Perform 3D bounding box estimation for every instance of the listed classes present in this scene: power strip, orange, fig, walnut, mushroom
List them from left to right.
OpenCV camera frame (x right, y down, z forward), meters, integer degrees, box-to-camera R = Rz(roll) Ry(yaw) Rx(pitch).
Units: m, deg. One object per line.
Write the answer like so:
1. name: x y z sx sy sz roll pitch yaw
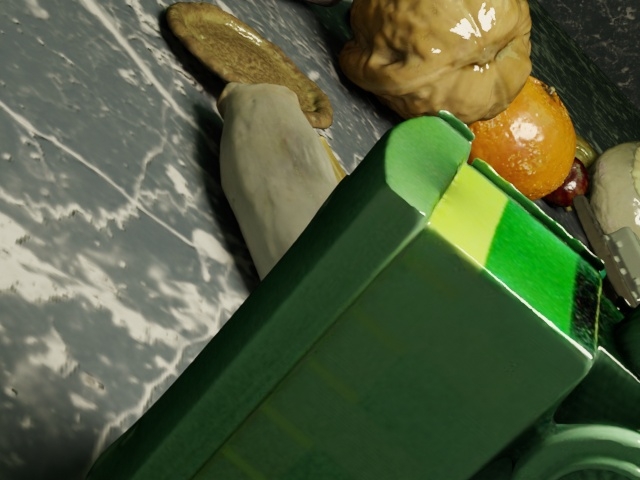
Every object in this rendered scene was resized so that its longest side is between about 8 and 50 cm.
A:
1. mushroom: -0.002 0.000 0.741 0.109 0.097 0.351 -14 57 -26
2. walnut: 0.139 -0.252 1.186 0.257 0.257 0.224 -83 154 -57
3. orange: 0.272 -0.148 1.331 0.193 0.161 0.193 37 33 -29
4. fig: 0.406 -0.090 1.588 0.089 0.089 0.125 63 2 24
5. power strip: 0.487 0.075 1.430 0.251 0.092 0.257 41 27 -37

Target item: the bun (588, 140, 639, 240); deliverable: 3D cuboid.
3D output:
1. bun: 0.556 -0.033 1.669 0.287 0.146 0.287 27 52 -41

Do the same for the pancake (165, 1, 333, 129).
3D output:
1. pancake: -0.067 -0.175 0.935 0.199 0.021 0.199 33 23 -16

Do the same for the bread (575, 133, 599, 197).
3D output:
1. bread: 0.483 -0.146 1.778 0.232 0.088 0.128 1 62 -65

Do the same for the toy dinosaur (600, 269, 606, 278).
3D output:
1. toy dinosaur: 0.344 0.043 1.325 0.096 0.059 0.132 12 38 -37

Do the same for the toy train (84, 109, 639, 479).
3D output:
1. toy train: 0.029 0.101 0.433 0.202 0.301 0.120 41 26 0

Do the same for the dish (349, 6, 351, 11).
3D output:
1. dish: 0.150 -0.289 1.385 0.234 0.064 0.154 19 18 -7

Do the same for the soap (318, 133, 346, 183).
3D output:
1. soap: 0.025 0.005 0.853 0.092 0.037 0.252 6 49 -55

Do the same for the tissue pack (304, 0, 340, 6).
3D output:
1. tissue pack: -0.093 -0.401 1.131 0.228 0.103 0.316 55 24 13
